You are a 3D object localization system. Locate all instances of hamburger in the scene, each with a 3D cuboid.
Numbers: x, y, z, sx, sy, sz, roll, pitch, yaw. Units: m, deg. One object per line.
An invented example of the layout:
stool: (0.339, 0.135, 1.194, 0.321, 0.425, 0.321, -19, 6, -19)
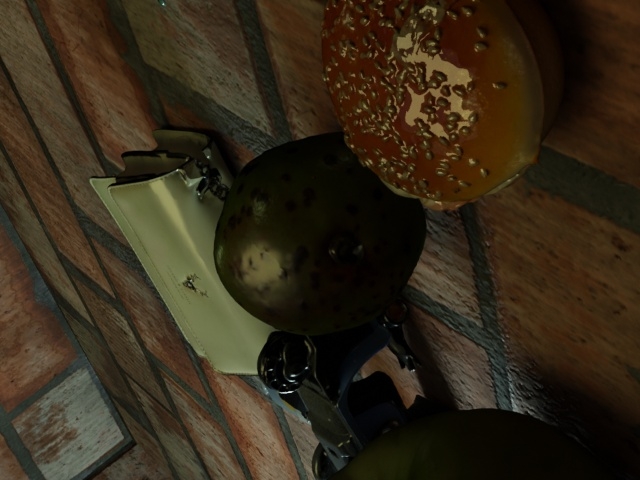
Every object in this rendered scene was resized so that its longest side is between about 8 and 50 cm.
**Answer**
hamburger: (0.097, -0.134, 0.885, 0.237, 0.147, 0.237, 39, 152, 25)

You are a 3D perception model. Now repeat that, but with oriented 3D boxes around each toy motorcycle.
toy motorcycle: (0.056, 0.198, 1.409, 0.125, 0.212, 0.358, 22, 147, 51)

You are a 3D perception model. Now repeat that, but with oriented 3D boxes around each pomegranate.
pomegranate: (-0.013, 0.007, 1.205, 0.231, 0.231, 0.286, 50, 158, 4)

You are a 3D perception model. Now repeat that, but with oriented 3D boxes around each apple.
apple: (0.176, 0.426, 1.211, 0.473, 0.473, 0.474, 42, 156, 24)

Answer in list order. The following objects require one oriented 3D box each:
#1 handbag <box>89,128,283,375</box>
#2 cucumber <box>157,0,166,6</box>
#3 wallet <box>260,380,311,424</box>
handbag: (-0.169, 0.021, 1.635, 0.236, 0.160, 0.359, 5, 130, 52)
cucumber: (-0.229, -0.381, 1.268, 0.056, 0.056, 0.250, 31, 148, 42)
wallet: (-0.020, 0.258, 1.823, 0.231, 0.069, 0.170, 30, 145, 41)
